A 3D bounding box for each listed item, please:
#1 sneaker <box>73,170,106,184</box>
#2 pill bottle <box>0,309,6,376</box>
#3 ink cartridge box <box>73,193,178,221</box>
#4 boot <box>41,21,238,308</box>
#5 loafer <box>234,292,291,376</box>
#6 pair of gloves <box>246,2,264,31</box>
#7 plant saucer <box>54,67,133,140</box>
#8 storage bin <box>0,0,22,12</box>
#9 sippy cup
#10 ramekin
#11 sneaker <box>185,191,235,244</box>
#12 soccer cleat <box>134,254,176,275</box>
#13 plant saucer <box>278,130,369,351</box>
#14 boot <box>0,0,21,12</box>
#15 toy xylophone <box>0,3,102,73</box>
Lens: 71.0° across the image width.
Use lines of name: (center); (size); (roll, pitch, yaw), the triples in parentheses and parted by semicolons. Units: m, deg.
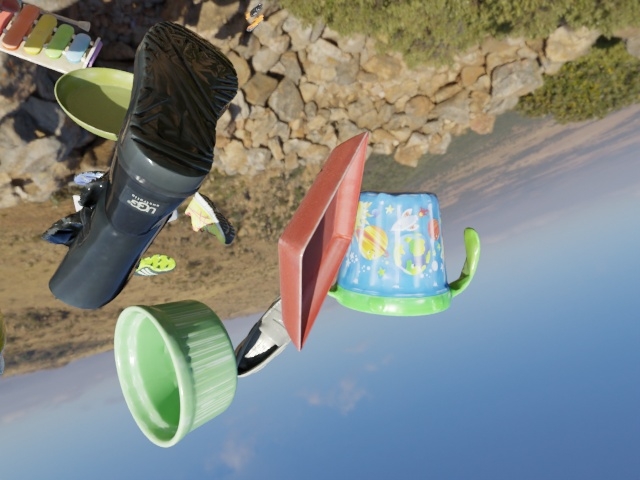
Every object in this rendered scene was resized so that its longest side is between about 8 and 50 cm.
sneaker: (-0.441, -0.097, 1.017); (0.221, 0.087, 0.083); (20, 178, -26)
pill bottle: (-0.435, 0.094, 0.511); (0.119, 0.119, 0.208); (-14, 139, -36)
ink cartridge box: (-0.700, -0.123, 1.629); (0.290, 0.121, 0.211); (7, -158, 25)
boot: (-0.178, -0.076, 0.439); (0.094, 0.246, 0.207); (28, 129, -31)
loafer: (-0.109, 0.228, 1.153); (0.319, 0.112, 0.111); (-50, -173, 8)
pair of gloves: (-0.200, -0.684, 1.375); (0.074, 0.083, 0.010); (-21, 153, 34)
plant saucer: (-0.420, -0.279, 0.943); (0.241, 0.241, 0.037); (-13, 146, -41)
storage bin: (-0.873, -0.677, 1.033); (0.123, 0.262, 0.260); (-37, 150, 3)
sippy cup: (0.146, 0.012, 0.898); (0.306, 0.223, 0.240); (-6, -170, -41)
ramekin: (-0.319, 0.276, 0.995); (0.148, 0.303, 0.304); (-11, 170, -46)
sneaker: (-0.335, -0.049, 1.349); (0.094, 0.208, 0.081); (-45, 151, 6)
soccer cleat: (-0.519, 0.082, 1.387); (0.179, 0.060, 0.072); (-3, 152, 14)
plant saucer: (0.000, 0.000, 0.686); (0.048, 0.259, 0.258); (18, 142, 11)
boot: (-0.744, -0.529, 1.005); (0.059, 0.084, 0.158); (-18, -178, 22)
toy xylophone: (-0.811, -0.609, 1.308); (0.323, 0.236, 0.081); (9, 153, -21)
